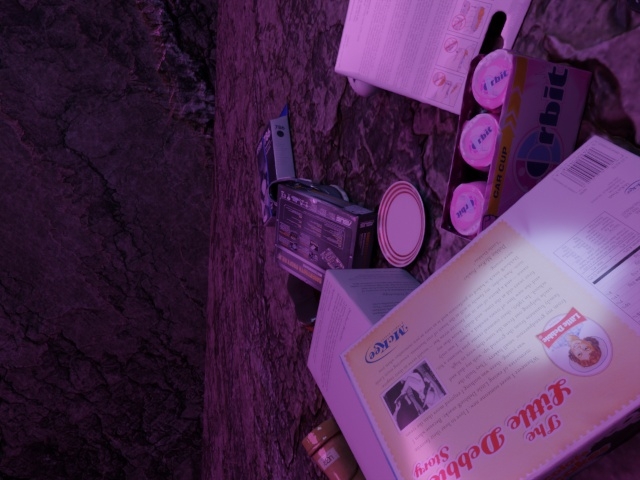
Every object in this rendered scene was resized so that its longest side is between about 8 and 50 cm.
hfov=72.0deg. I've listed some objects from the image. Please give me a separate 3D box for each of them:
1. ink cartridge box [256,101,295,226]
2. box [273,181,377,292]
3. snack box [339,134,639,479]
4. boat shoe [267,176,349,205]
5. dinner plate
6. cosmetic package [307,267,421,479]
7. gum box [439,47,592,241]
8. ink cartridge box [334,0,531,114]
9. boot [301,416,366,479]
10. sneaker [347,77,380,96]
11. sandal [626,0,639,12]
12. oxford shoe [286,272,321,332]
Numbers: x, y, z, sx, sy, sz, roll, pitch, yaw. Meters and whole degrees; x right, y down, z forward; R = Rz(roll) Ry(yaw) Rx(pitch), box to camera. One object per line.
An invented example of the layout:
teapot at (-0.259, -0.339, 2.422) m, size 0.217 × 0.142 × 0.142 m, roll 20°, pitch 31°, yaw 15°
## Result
ink cartridge box at (-0.133, -0.222, 1.290) m, size 0.165 × 0.065 × 0.333 m, roll 138°, pitch 129°, yaw -60°
box at (0.000, 0.000, 0.881) m, size 0.230 × 0.056 × 0.183 m, roll 26°, pitch 120°, yaw 41°
snack box at (0.177, 0.078, 0.369) m, size 0.322 × 0.060 × 0.187 m, roll -43°, pitch 40°, yaw 12°
boat shoe at (-0.036, -0.085, 1.015) m, size 0.319 × 0.098 × 0.117 m, roll -144°, pitch 61°, yaw -60°
dinner plate at (0.135, -0.027, 0.727) m, size 0.141 × 0.017 × 0.142 m, roll -179°, pitch 90°, yaw -66°
cosmetic package at (0.120, 0.203, 0.585) m, size 0.365 × 0.155 × 0.197 m, roll -131°, pitch 47°, yaw -55°
gum box at (0.202, -0.095, 0.462) m, size 0.062 × 0.107 × 0.189 m, roll -146°, pitch 60°, yaw -62°
ink cartridge box at (0.144, -0.288, 0.591) m, size 0.232 × 0.066 × 0.189 m, roll 25°, pitch 122°, yaw 17°
boot at (0.101, 0.394, 0.666) m, size 0.089 × 0.236 × 0.270 m, roll -46°, pitch 64°, yaw 16°
sneaker at (0.111, -0.343, 0.689) m, size 0.153 × 0.093 × 0.235 m, roll -122°, pitch 49°, yaw -64°
sandal at (0.297, -0.279, 0.345) m, size 0.067 × 0.040 × 0.179 m, roll -114°, pitch 19°, yaw -53°
oxford shoe at (-0.030, 0.134, 1.047) m, size 0.212 × 0.076 × 0.076 m, roll -101°, pitch -15°, yaw -48°
